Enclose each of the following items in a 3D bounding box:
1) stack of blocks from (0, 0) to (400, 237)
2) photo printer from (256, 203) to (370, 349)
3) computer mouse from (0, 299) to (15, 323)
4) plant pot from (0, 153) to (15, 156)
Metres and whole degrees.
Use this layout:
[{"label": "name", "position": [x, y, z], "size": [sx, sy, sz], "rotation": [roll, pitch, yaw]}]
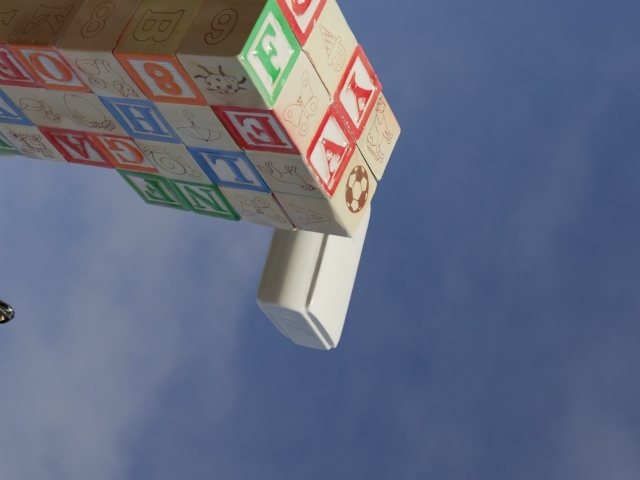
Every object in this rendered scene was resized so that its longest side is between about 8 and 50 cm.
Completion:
[{"label": "stack of blocks", "position": [-0.119, -0.101, 0.683], "size": [0.297, 0.171, 0.087], "rotation": [9, -118, 30]}, {"label": "photo printer", "position": [0.000, 0.000, 1.723], "size": [0.107, 0.256, 0.307], "rotation": [10, -109, 15]}, {"label": "computer mouse", "position": [-0.453, 0.111, 1.271], "size": [0.242, 0.071, 0.041], "rotation": [-19, -143, 38]}, {"label": "plant pot", "position": [-0.265, -0.226, 0.973], "size": [0.275, 0.275, 0.243], "rotation": [1, -136, 33]}]
